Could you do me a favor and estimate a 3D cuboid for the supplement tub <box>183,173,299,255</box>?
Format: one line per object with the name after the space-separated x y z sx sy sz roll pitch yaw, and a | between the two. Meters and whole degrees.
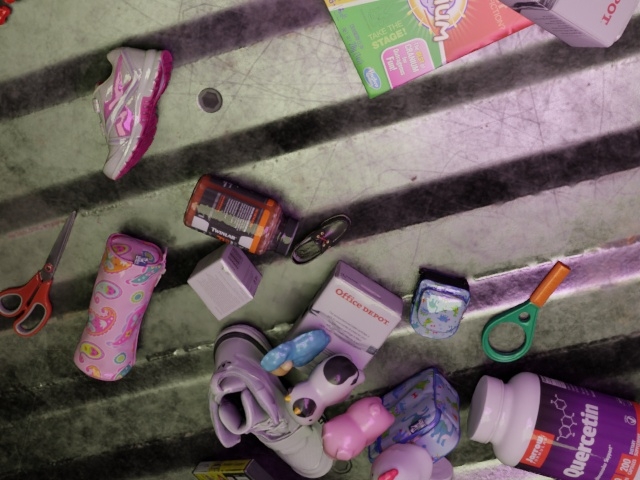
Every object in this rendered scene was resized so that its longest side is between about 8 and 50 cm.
-0.142 -0.040 1.639 0.198 0.106 0.106 22 112 -2 | supplement tub

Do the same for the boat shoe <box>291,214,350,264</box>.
0.001 0.001 1.676 0.133 0.042 0.049 -35 102 16 | boat shoe

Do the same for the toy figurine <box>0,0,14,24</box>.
-0.659 -0.468 1.538 0.362 0.191 0.217 -47 70 27 | toy figurine

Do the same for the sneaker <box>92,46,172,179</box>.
-0.349 -0.232 1.596 0.111 0.103 0.252 21 106 2 | sneaker

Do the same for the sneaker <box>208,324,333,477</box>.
-0.101 0.352 1.732 0.137 0.210 0.366 -28 106 16 | sneaker

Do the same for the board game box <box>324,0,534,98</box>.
0.175 -0.409 1.482 0.316 0.064 0.242 -23 107 14 | board game box

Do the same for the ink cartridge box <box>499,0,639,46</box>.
0.343 -0.460 1.353 0.307 0.129 0.223 26 94 -17 | ink cartridge box

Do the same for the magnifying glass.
0.389 0.135 1.698 0.092 0.026 0.231 31 113 -6 | magnifying glass

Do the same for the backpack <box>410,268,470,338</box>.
0.218 0.127 1.679 0.105 0.084 0.114 15 115 2 | backpack

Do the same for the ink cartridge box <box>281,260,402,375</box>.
0.040 0.165 1.710 0.153 0.087 0.208 33 112 -6 | ink cartridge box

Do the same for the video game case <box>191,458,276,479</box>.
-0.109 0.544 1.826 0.275 0.035 0.248 47 148 -13 | video game case

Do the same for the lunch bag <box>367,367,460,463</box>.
0.172 0.347 1.697 0.176 0.219 0.090 -37 103 19 | lunch bag

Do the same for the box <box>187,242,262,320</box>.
-0.178 0.073 1.689 0.087 0.101 0.102 -32 105 17 | box

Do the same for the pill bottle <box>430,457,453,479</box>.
0.195 0.543 1.825 0.121 0.121 0.221 12 112 1 | pill bottle

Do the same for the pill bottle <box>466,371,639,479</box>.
0.448 0.356 1.692 0.323 0.181 0.181 15 112 -1 | pill bottle

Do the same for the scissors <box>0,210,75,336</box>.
-0.531 0.072 1.773 0.109 0.021 0.297 43 109 -8 | scissors

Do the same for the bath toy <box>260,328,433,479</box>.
0.044 0.317 1.574 0.348 0.129 0.151 47 108 21 | bath toy

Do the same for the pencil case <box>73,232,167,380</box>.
-0.383 0.127 1.724 0.124 0.124 0.284 21 111 -2 | pencil case
